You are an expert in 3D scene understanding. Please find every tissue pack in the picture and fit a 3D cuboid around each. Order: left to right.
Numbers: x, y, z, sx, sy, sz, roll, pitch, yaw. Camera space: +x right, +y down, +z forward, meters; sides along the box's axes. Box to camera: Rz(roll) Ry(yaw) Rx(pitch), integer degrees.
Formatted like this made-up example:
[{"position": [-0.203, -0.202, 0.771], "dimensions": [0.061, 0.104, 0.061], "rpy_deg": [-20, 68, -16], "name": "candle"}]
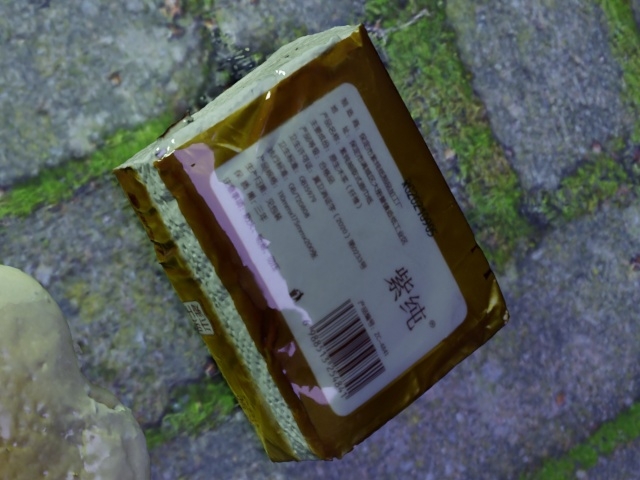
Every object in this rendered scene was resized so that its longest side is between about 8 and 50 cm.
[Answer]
[{"position": [0.000, 0.000, 1.148], "dimensions": [0.183, 0.092, 0.226], "rpy_deg": [-37, 104, -30], "name": "tissue pack"}]

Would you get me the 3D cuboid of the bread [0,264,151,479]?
[{"position": [-0.232, 0.149, 1.008], "dimensions": [0.316, 0.054, 0.316], "rpy_deg": [2, 86, -32], "name": "bread"}]
